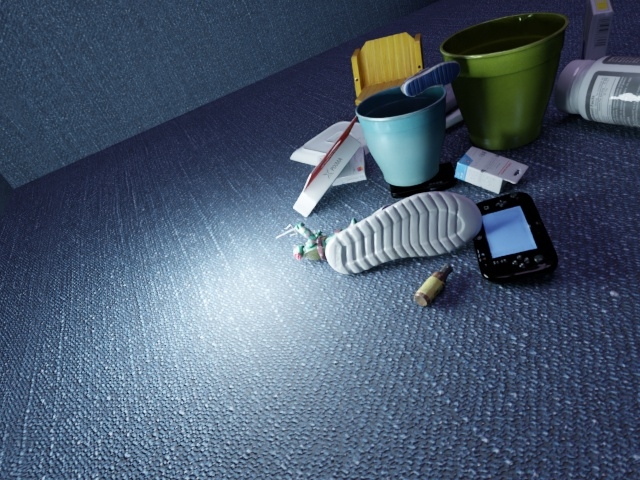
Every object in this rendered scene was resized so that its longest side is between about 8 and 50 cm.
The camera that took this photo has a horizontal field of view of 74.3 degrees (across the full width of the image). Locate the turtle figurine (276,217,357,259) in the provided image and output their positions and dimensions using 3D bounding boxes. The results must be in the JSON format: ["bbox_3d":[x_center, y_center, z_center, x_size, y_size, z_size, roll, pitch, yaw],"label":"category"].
[{"bbox_3d":[0.000,0.000,1.242,0.234,0.118,0.175,-12,-5,9],"label":"turtle figurine"}]

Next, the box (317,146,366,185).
[{"bbox_3d":[0.078,-0.277,1.604,0.186,0.038,0.145,-10,52,16],"label":"box"}]

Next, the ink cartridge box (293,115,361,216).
[{"bbox_3d":[0.038,-0.243,1.405,0.296,0.066,0.261,-55,2,-23],"label":"ink cartridge box"}]

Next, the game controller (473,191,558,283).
[{"bbox_3d":[0.471,-0.014,1.063,0.167,0.067,0.319,-8,36,16],"label":"game controller"}]

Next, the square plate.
[{"bbox_3d":[0.089,-0.427,1.823,0.347,0.049,0.344,-40,39,-25],"label":"square plate"}]

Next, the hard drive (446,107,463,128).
[{"bbox_3d":[0.551,-0.549,1.733,0.308,0.040,0.203,-29,37,-13],"label":"hard drive"}]

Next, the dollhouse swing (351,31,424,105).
[{"bbox_3d":[0.320,-0.849,2.088,0.347,0.315,0.305,-4,18,21],"label":"dollhouse swing"}]

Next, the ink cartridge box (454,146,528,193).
[{"bbox_3d":[0.517,-0.209,1.284,0.180,0.060,0.104,29,56,27],"label":"ink cartridge box"}]

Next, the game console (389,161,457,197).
[{"bbox_3d":[0.339,-0.260,1.480,0.213,0.044,0.361,-12,35,11],"label":"game console"}]

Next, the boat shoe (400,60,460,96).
[{"bbox_3d":[0.323,-0.489,1.259,0.183,0.066,0.066,-21,32,-4],"label":"boat shoe"}]

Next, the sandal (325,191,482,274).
[{"bbox_3d":[0.212,-0.031,1.137,0.416,0.169,0.102,-15,14,12],"label":"sandal"}]

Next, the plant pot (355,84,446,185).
[{"bbox_3d":[0.272,-0.324,1.338,0.272,0.255,0.271,-13,34,9],"label":"plant pot"}]

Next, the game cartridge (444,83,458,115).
[{"bbox_3d":[0.419,-0.540,1.700,0.355,0.068,0.230,-38,43,-24],"label":"game cartridge"}]

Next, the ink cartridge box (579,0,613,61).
[{"bbox_3d":[0.988,-0.706,1.530,0.072,0.303,0.307,6,43,28],"label":"ink cartridge box"}]

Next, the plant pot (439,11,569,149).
[{"bbox_3d":[0.607,-0.510,1.412,0.367,0.353,0.366,-13,36,10],"label":"plant pot"}]

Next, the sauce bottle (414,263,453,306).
[{"bbox_3d":[0.277,0.104,1.020,0.042,0.042,0.128,21,53,43],"label":"sauce bottle"}]

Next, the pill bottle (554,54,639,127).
[{"bbox_3d":[0.948,-0.462,1.309,0.204,0.204,0.361,-33,37,-18],"label":"pill bottle"}]
